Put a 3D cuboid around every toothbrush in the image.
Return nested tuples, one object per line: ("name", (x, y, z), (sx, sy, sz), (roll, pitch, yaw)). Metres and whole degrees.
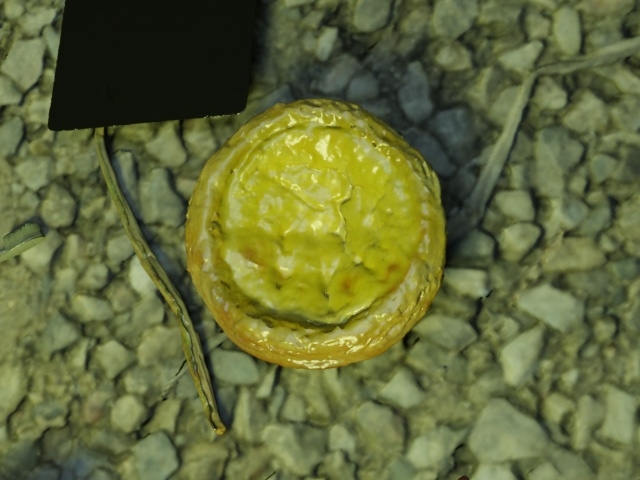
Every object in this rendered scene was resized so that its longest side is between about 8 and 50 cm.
("toothbrush", (-0.289, 0.037, 1.232), (0.194, 0.014, 0.017), (-28, 67, 6))

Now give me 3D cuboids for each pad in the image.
("pad", (-0.116, -0.204, 1.252), (0.159, 0.009, 0.265), (-3, 66, 18))

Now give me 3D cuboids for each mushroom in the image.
("mushroom", (-0.120, 0.011, 1.190), (0.026, 0.028, 0.286), (-6, 65, -31))

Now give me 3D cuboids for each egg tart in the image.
("egg tart", (0.000, 0.000, 1.127), (0.191, 0.074, 0.191), (-4, 72, 14))

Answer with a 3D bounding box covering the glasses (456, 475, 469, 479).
("glasses", (0.123, 0.260, 0.909), (0.234, 0.268, 0.118), (27, 63, 24))
